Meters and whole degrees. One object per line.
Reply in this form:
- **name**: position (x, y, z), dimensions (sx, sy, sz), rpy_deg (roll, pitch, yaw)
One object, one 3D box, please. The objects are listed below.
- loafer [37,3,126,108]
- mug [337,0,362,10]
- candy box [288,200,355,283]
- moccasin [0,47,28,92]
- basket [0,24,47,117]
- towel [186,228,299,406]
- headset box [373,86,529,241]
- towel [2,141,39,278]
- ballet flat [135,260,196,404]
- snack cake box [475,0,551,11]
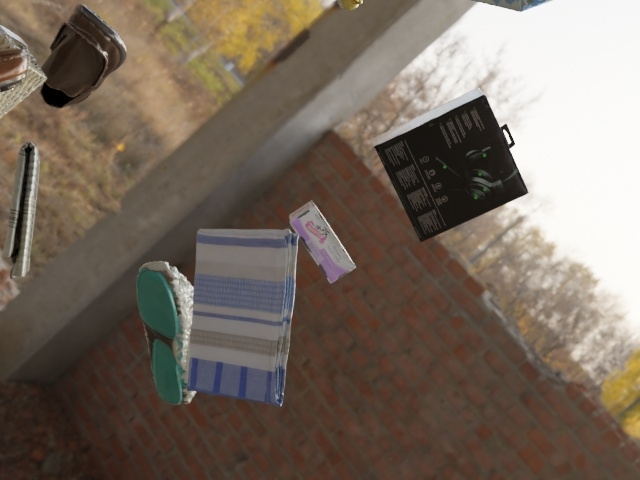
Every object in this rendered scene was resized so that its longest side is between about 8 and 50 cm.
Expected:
- **loafer**: position (-0.500, -0.354, 1.767), dimensions (0.134, 0.130, 0.366), rpy_deg (40, -24, -8)
- **mug**: position (0.060, -0.548, 1.922), dimensions (0.078, 0.062, 0.064), rpy_deg (-92, 163, -54)
- **candy box**: position (0.000, 0.000, 1.934), dimensions (0.165, 0.070, 0.196), rpy_deg (57, 0, -6)
- **moccasin**: position (-0.551, -0.249, 1.035), dimensions (0.380, 0.147, 0.139), rpy_deg (8, 11, -10)
- **basket**: position (-0.631, -0.315, 1.662), dimensions (0.103, 0.167, 0.113), rpy_deg (50, 2, 7)
- **towel**: position (-0.134, 0.119, 1.410), dimensions (0.209, 0.285, 0.034), rpy_deg (3, -2, 33)
- **headset box**: position (0.296, -0.174, 1.912), dimensions (0.246, 0.283, 0.131), rpy_deg (62, 11, -14)
- **towel**: position (-0.733, -0.069, 2.113), dimensions (0.056, 0.324, 0.312), rpy_deg (5, -1, -17)
- **ballet flat**: position (-0.313, 0.182, 1.869), dimensions (0.147, 0.147, 0.409), rpy_deg (-126, -150, -44)
- **snack cake box**: position (0.442, -0.602, 1.966), dimensions (0.264, 0.152, 0.089), rpy_deg (-134, -156, -60)
